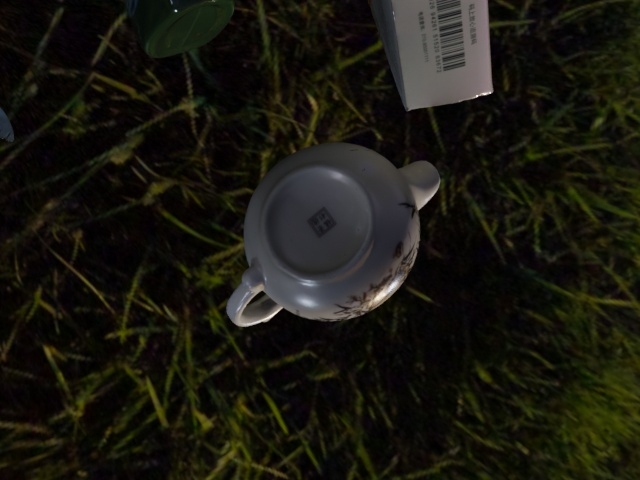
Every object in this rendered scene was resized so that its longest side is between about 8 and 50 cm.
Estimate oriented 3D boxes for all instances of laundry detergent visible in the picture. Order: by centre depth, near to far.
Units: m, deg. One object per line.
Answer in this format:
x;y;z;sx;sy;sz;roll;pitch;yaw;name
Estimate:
-0.118;-0.234;0.554;0.063;0.137;0.210;-20;93;-16;laundry detergent

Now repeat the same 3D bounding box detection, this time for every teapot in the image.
0.000;0.000;1.028;0.300;0.166;0.208;-39;83;18;teapot

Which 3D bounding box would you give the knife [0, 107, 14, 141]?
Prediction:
-0.415;-0.180;0.811;0.313;0.019;0.044;35;61;-44;knife

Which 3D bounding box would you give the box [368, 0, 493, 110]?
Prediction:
0.101;-0.317;0.956;0.106;0.299;0.200;-13;138;3;box
